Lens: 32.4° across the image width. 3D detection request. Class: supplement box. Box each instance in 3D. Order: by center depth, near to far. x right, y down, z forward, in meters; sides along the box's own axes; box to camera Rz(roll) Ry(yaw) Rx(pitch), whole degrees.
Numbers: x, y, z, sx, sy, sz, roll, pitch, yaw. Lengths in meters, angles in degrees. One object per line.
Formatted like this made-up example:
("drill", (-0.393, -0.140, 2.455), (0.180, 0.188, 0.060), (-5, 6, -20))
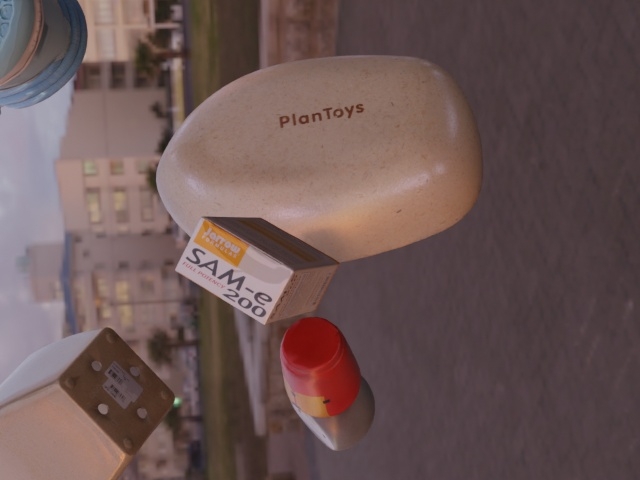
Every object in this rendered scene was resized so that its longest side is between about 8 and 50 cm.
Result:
("supplement box", (-0.034, 0.015, 0.641), (0.036, 0.062, 0.098), (-62, -14, 8))

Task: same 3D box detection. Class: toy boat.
("toy boat", (0.000, 0.000, 0.880), (0.148, 0.267, 0.318), (74, -167, -58))

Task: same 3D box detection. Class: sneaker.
("sneaker", (-0.317, -0.154, 0.778), (0.208, 0.319, 0.127), (-14, -65, -80))

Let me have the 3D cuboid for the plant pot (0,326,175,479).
("plant pot", (-0.170, 0.126, 0.779), (0.096, 0.109, 0.109), (-37, 10, 34))
